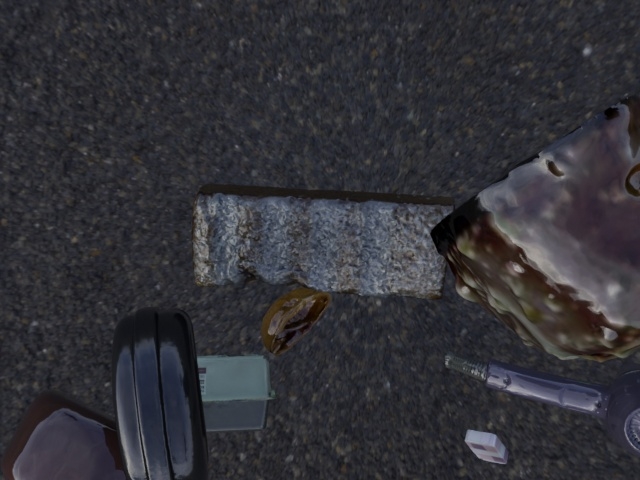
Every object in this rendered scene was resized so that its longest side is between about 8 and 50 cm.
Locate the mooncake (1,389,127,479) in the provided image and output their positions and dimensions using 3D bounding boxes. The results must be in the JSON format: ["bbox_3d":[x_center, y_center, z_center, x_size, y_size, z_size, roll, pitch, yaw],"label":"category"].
[{"bbox_3d":[-0.372,0.381,1.121,0.334,0.326,0.174,9,69,36],"label":"mooncake"}]

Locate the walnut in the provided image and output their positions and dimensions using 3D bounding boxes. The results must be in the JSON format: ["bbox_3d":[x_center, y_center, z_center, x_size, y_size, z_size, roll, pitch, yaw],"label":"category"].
[{"bbox_3d":[-0.074,0.180,1.612,0.087,0.167,0.211,37,57,25],"label":"walnut"}]

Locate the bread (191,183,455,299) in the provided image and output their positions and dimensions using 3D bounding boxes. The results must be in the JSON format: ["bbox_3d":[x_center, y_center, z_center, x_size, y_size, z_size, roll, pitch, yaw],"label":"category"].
[{"bbox_3d":[0.000,0.000,1.069,0.417,0.113,0.165,3,110,9],"label":"bread"}]

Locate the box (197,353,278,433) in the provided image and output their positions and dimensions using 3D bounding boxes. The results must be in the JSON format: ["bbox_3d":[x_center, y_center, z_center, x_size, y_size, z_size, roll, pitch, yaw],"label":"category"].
[{"bbox_3d":[-0.247,0.343,1.511,0.291,0.220,0.166,1,82,-11],"label":"box"}]

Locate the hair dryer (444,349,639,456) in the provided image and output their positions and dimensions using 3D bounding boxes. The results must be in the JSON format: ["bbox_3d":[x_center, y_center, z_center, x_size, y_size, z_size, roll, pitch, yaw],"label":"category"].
[{"bbox_3d":[0.379,0.222,1.056,0.361,0.301,0.121,12,96,19],"label":"hair dryer"}]

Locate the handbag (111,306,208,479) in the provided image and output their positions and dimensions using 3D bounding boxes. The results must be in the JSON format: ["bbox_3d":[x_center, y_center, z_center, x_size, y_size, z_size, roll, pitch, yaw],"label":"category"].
[{"bbox_3d":[-0.199,0.210,0.861,0.093,0.308,0.253,-9,87,-10],"label":"handbag"}]

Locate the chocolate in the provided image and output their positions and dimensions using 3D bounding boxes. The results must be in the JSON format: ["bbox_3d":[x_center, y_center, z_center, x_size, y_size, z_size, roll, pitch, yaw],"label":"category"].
[{"bbox_3d":[0.264,0.015,0.687,0.225,0.340,0.210,-33,83,-5],"label":"chocolate"}]

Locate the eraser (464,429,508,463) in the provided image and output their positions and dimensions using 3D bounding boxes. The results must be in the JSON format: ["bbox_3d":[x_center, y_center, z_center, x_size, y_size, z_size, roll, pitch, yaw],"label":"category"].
[{"bbox_3d":[0.339,0.420,1.357,0.065,0.105,0.026,-3,52,35],"label":"eraser"}]
